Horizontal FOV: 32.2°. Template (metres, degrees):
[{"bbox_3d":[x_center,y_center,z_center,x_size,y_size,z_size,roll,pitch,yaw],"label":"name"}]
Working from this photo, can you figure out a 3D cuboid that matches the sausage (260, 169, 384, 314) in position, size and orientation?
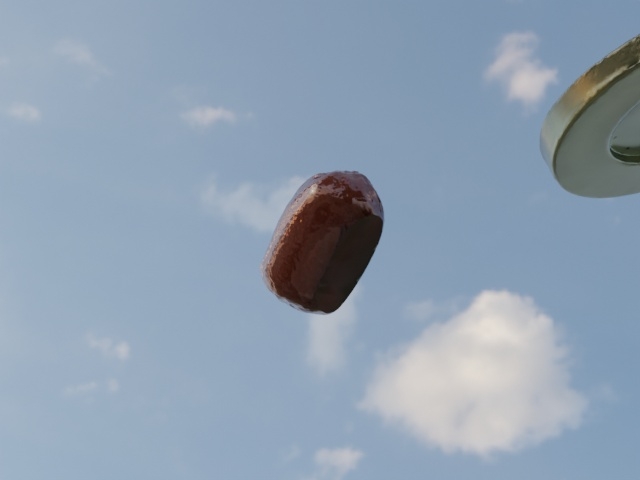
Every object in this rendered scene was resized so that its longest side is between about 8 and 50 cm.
[{"bbox_3d":[0.000,0.000,0.664,0.059,0.054,0.094,5,-60,-45],"label":"sausage"}]

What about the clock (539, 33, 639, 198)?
[{"bbox_3d":[0.295,-0.113,0.919,0.235,0.029,0.235,-16,-28,-8],"label":"clock"}]
